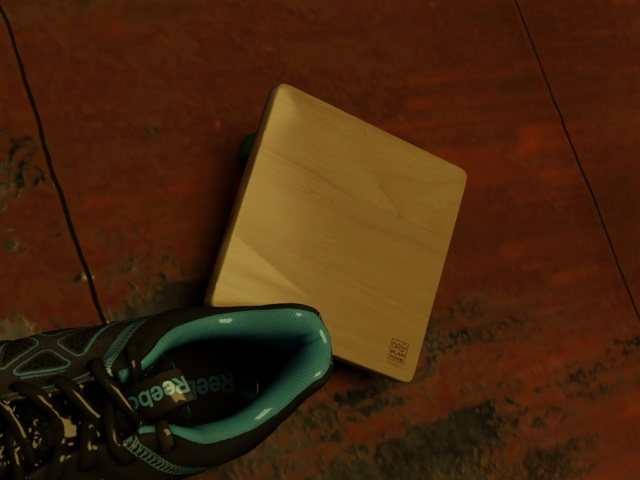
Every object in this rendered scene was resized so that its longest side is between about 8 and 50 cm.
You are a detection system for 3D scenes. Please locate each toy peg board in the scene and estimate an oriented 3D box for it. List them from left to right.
[{"bbox_3d":[0.000,0.000,0.917,0.161,0.079,0.161,23,74,-24],"label":"toy peg board"}]

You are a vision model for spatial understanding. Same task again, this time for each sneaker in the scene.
[{"bbox_3d":[-0.147,0.095,0.720,0.340,0.139,0.125,-18,83,-37],"label":"sneaker"}]
